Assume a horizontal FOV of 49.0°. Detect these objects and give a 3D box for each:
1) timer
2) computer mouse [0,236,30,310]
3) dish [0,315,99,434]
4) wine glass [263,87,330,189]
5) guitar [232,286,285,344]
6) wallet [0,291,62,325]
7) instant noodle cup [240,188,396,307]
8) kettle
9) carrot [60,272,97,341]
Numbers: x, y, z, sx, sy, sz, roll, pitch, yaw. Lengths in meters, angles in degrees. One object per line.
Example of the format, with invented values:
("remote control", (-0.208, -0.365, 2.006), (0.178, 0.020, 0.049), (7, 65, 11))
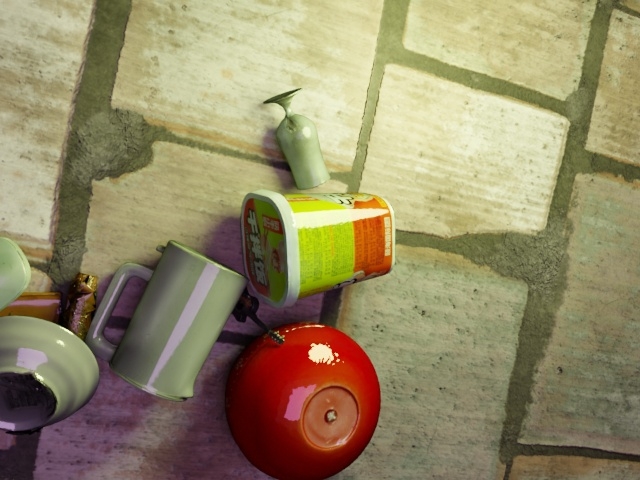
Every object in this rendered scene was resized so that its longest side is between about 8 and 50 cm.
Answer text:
("timer", (-0.037, 0.386, 1.686), (0.378, 0.279, 0.378), (-2, 95, -24))
("computer mouse", (-0.743, 0.104, 1.446), (0.288, 0.097, 0.159), (-32, 88, -14))
("dish", (-0.629, 0.306, 1.459), (0.316, 0.106, 0.316), (-4, 123, -6))
("wine glass", (-0.052, -0.243, 1.700), (0.103, 0.103, 0.231), (-26, 107, -17))
("guitar", (-0.160, 0.173, 1.648), (0.025, 0.233, 0.088), (22, 101, -54))
("wallet", (-0.657, 0.210, 1.546), (0.161, 0.042, 0.195), (3, 93, -26))
("instant noodle cup", (0.000, 0.000, 1.677), (0.307, 0.294, 0.294), (-9, 99, -28))
("kettle", (-0.344, 0.168, 1.580), (0.265, 0.205, 0.318), (27, 88, -25))
("carrot", (-0.545, 0.187, 1.560), (0.069, 0.069, 0.229), (15, 82, -23))
